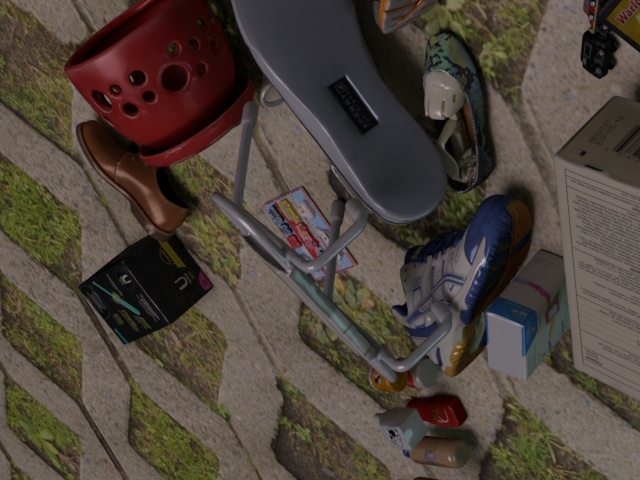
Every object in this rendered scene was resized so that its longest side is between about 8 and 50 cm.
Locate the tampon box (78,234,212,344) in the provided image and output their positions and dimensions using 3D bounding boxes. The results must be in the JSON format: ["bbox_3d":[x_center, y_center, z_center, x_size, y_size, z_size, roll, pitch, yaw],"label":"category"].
[{"bbox_3d":[-0.264,0.069,2.176,0.120,0.101,0.161,53,144,-9],"label":"tampon box"}]

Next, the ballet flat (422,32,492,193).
[{"bbox_3d":[0.145,-0.132,1.570,0.070,0.070,0.188,10,130,42],"label":"ballet flat"}]

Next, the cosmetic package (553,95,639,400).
[{"bbox_3d":[0.337,0.024,1.440,0.160,0.113,0.309,26,147,34],"label":"cosmetic package"}]

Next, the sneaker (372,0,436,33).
[{"bbox_3d":[0.084,-0.306,1.465,0.083,0.084,0.215,44,144,29],"label":"sneaker"}]

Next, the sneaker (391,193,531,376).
[{"bbox_3d":[0.151,0.039,1.692,0.131,0.112,0.296,40,142,20],"label":"sneaker"}]

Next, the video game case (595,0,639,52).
[{"bbox_3d":[0.403,-0.201,1.229,0.248,0.035,0.275,39,145,2],"label":"video game case"}]

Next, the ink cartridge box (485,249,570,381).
[{"bbox_3d":[0.240,0.084,1.627,0.052,0.122,0.088,19,137,30],"label":"ink cartridge box"}]

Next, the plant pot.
[{"bbox_3d":[-0.191,-0.198,1.767,0.191,0.191,0.174,-6,125,50],"label":"plant pot"}]

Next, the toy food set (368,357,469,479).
[{"bbox_3d":[0.117,0.243,1.921,0.104,0.111,0.232,-2,125,48],"label":"toy food set"}]

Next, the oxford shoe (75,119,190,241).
[{"bbox_3d":[-0.263,-0.101,2.058,0.212,0.076,0.076,47,116,5],"label":"oxford shoe"}]

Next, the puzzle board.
[{"bbox_3d":[-0.016,-0.007,1.913,0.128,0.011,0.096,54,145,-10],"label":"puzzle board"}]

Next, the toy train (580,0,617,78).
[{"bbox_3d":[0.270,-0.225,1.379,0.036,0.027,0.158,38,146,33],"label":"toy train"}]

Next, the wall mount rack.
[{"bbox_3d":[0.000,0.000,1.652,0.350,0.130,0.304,49,176,-40],"label":"wall mount rack"}]

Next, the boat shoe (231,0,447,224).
[{"bbox_3d":[0.011,-0.175,1.624,0.367,0.136,0.156,55,168,2],"label":"boat shoe"}]
